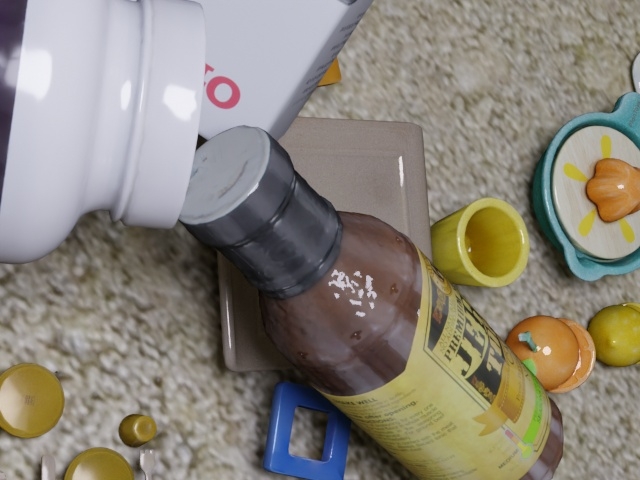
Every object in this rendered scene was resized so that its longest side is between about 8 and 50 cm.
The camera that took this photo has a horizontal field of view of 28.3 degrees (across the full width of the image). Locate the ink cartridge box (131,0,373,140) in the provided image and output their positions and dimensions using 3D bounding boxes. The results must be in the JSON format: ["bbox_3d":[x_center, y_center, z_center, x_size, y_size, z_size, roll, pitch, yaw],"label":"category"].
[{"bbox_3d":[-0.045,-0.236,0.760,0.223,0.129,0.307,34,107,-1],"label":"ink cartridge box"}]

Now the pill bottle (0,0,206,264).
[{"bbox_3d":[-0.228,-0.086,0.641,0.323,0.181,0.181,6,79,-15],"label":"pill bottle"}]

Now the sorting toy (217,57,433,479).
[{"bbox_3d":[0.000,0.000,0.925,0.196,0.047,0.347,1,83,-35],"label":"sorting toy"}]

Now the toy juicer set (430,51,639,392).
[{"bbox_3d":[0.249,-0.007,1.045,0.329,0.089,0.209,-38,102,-30],"label":"toy juicer set"}]

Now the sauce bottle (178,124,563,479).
[{"bbox_3d":[0.038,0.059,0.800,0.344,0.111,0.111,45,61,-40],"label":"sauce bottle"}]

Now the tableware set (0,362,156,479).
[{"bbox_3d":[-0.178,0.131,0.813,0.154,0.024,0.104,4,77,-29],"label":"tableware set"}]
